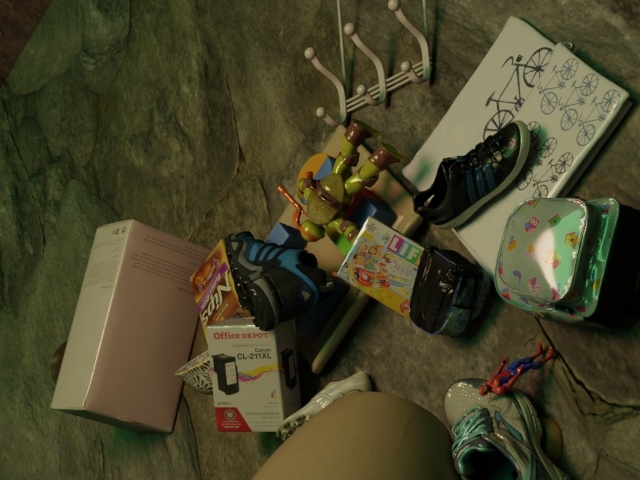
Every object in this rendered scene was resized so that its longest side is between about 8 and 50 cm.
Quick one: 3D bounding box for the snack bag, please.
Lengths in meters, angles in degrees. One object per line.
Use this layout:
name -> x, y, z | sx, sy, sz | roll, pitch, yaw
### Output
snack bag -> 0.271, -0.151, 1.866 | 0.323, 0.037, 0.342 | -56, 35, 17

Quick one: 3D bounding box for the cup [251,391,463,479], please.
cup -> 0.060, 0.338, 1.658 | 0.331, 0.331, 0.237 | -24, 36, 46

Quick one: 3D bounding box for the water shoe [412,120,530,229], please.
water shoe -> 0.213, -0.094, 1.809 | 0.203, 0.080, 0.073 | -50, 38, 26

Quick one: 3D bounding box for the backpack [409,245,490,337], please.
backpack -> 0.183, 0.078, 1.806 | 0.105, 0.084, 0.114 | 37, 113, 56

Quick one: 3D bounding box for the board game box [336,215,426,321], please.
board game box -> 0.114, 0.046, 1.895 | 0.154, 0.026, 0.103 | 31, 99, 16

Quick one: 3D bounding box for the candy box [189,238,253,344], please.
candy box -> -0.174, 0.100, 2.329 | 0.109, 0.053, 0.187 | -50, 39, 24

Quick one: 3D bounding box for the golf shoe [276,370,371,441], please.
golf shoe -> 0.011, 0.261, 1.967 | 0.176, 0.069, 0.086 | -28, 25, 26

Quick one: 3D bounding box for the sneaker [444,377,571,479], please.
sneaker -> 0.216, 0.256, 1.593 | 0.110, 0.122, 0.283 | -57, 34, 16

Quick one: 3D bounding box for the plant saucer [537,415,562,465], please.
plant saucer -> 0.274, 0.264, 1.636 | 0.083, 0.015, 0.083 | -32, 47, 41

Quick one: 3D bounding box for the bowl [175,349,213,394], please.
bowl -> -0.157, 0.218, 2.184 | 0.170, 0.170, 0.080 | -26, 95, 45

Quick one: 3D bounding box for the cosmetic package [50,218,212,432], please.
cosmetic package -> -0.353, 0.166, 2.413 | 0.155, 0.197, 0.366 | -8, 63, 53

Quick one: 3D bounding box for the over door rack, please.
over door rack -> 0.087, -0.382, 2.195 | 0.239, 0.108, 0.324 | -22, 54, 46

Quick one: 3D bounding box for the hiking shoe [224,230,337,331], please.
hiking shoe -> -0.070, 0.057, 2.052 | 0.304, 0.132, 0.113 | -128, 23, -64

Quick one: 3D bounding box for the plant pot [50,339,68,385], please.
plant pot -> -0.453, 0.246, 2.549 | 0.165, 0.167, 0.167 | -17, 57, 58

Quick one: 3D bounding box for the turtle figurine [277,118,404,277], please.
turtle figurine -> 0.021, -0.081, 2.002 | 0.217, 0.087, 0.269 | -56, 40, 15

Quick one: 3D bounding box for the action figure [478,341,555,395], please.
action figure -> 0.250, 0.169, 1.653 | 0.115, 0.030, 0.038 | -33, 32, -21

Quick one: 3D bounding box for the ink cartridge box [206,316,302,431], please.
ink cartridge box -> -0.106, 0.213, 2.046 | 0.127, 0.072, 0.175 | -4, 95, 25

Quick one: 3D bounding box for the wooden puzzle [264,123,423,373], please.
wooden puzzle -> 0.000, 0.000, 2.117 | 0.322, 0.080, 0.348 | -57, 34, 15

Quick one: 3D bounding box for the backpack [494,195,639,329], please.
backpack -> 0.305, 0.023, 1.622 | 0.188, 0.144, 0.166 | 2, 78, 58
